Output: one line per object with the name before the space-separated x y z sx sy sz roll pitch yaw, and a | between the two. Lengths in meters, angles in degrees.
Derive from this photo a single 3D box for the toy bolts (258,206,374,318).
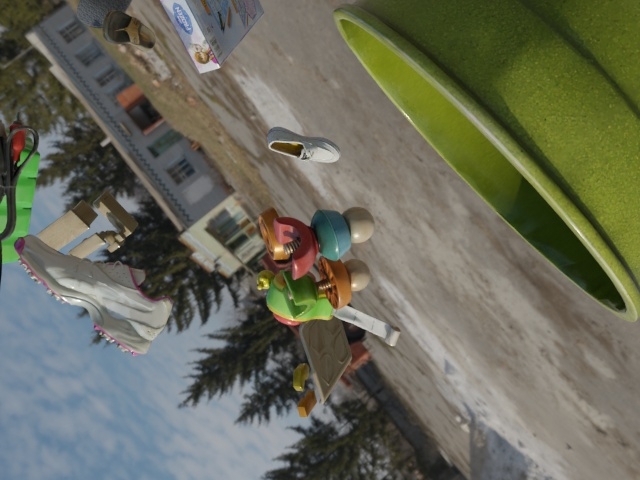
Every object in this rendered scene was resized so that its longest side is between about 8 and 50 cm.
toy bolts | 0.000 0.000 0.939 0.228 0.158 0.218 103 146 -64

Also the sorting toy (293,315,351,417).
sorting toy | -0.007 0.281 1.336 0.307 0.041 0.229 -41 -59 -60

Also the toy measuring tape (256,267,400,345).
toy measuring tape | -0.002 0.142 1.109 0.330 0.121 0.121 24 164 21

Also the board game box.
board game box | -0.272 -0.610 1.253 0.319 0.065 0.318 64 -148 -35

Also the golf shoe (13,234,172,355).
golf shoe | -0.415 0.078 1.007 0.306 0.140 0.115 43 167 -14

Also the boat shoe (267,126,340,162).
boat shoe | -0.021 -0.118 0.703 0.100 0.035 0.035 16 -135 -17

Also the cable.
cable | -0.679 -0.144 1.176 0.072 0.139 0.288 -152 60 -69

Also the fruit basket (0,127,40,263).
fruit basket | -0.891 -0.115 1.278 0.283 0.392 0.392 36 165 49

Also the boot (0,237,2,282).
boot | -0.627 0.137 0.761 0.138 0.284 0.378 45 -132 -81

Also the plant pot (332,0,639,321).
plant pot | 0.261 -0.187 0.458 0.366 0.353 0.366 44 -169 -11

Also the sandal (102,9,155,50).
sandal | -0.418 -0.466 1.206 0.049 0.072 0.180 11 -171 17

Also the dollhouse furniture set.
dollhouse furniture set | -0.563 -0.027 1.318 0.144 0.123 0.151 52 -158 -23

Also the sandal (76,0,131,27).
sandal | -0.518 -0.639 1.380 0.097 0.255 0.054 41 167 -22
